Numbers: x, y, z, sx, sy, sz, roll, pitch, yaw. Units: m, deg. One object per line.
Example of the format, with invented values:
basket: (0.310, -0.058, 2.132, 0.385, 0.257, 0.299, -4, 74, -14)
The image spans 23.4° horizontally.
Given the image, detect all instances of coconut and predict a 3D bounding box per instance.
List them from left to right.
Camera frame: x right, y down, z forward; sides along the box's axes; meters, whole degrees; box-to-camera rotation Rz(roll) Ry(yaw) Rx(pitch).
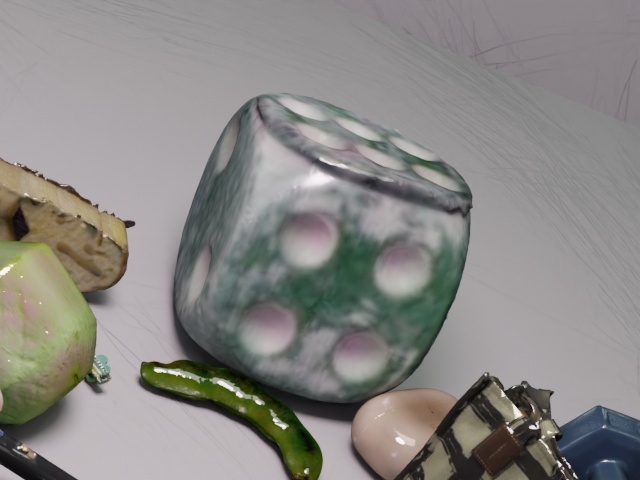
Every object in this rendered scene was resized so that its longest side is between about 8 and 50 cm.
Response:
coconut: (-0.384, 0.100, 1.845, 0.236, 0.236, 0.204, 20, -14, -12)

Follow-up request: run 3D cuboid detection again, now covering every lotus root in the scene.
lotus root: (-0.380, -0.007, 2.075, 0.260, 0.170, 0.074, 23, 31, -29)

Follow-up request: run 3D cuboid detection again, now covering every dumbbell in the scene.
dumbbell: (0.405, 0.369, 2.114, 0.143, 0.156, 0.316, -6, 28, 4)

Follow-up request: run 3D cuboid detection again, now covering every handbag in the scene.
handbag: (0.199, 0.363, 1.743, 0.162, 0.327, 0.325, 10, 32, -37)

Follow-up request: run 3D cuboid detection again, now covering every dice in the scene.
dice: (0.000, 0.000, 2.170, 0.328, 0.348, 0.330, 18, 23, -18)

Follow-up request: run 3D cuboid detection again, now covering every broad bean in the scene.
broad bean: (-0.098, 0.233, 2.017, 0.292, 0.049, 0.144, 38, 27, 23)

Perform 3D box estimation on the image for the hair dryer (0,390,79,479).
hair dryer: (-0.350, 0.255, 1.739, 0.255, 0.128, 0.070, 40, 28, -22)

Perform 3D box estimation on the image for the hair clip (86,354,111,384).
hair clip: (-0.319, 0.130, 2.018, 0.049, 0.049, 0.173, -4, 45, -45)

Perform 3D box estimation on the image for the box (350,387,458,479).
box: (0.135, 0.268, 2.115, 0.200, 0.088, 0.146, -1, 39, -44)
